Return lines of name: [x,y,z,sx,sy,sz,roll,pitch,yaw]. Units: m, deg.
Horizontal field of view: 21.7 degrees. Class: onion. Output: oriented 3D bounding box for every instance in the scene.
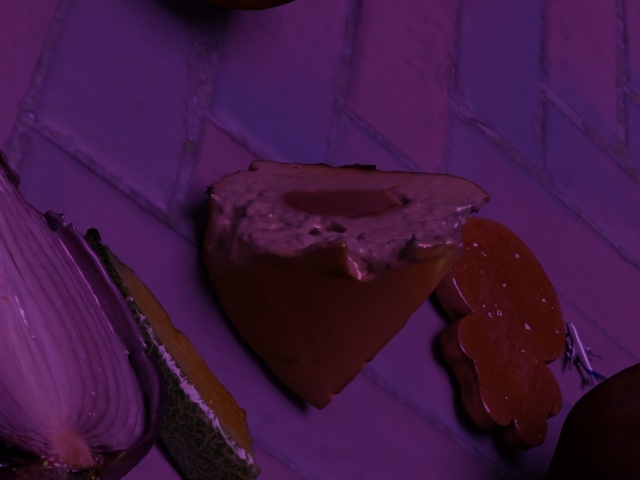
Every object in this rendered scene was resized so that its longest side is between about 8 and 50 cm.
onion: [-0.271,0.051,1.209,0.267,0.159,0.349,22,40,-55]

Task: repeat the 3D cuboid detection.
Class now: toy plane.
toy plane: [0.305,0.133,1.953,0.078,0.024,0.084,-12,67,-53]

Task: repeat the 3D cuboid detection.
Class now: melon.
melon: [-0.127,0.098,1.436,0.262,0.053,0.114,58,27,0]

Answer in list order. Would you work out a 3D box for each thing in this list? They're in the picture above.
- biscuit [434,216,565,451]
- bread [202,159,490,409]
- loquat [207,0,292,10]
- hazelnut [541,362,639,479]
biscuit: [0.196,0.099,1.830,0.202,0.044,0.289,29,45,-33]
bread: [0.002,-0.010,1.544,0.211,0.224,0.183,39,32,-11]
loquat: [-0.059,-0.381,1.693,0.276,0.276,0.284,50,48,-11]
hazelnut: [0.410,0.260,1.673,0.366,0.366,0.366,30,43,-33]
